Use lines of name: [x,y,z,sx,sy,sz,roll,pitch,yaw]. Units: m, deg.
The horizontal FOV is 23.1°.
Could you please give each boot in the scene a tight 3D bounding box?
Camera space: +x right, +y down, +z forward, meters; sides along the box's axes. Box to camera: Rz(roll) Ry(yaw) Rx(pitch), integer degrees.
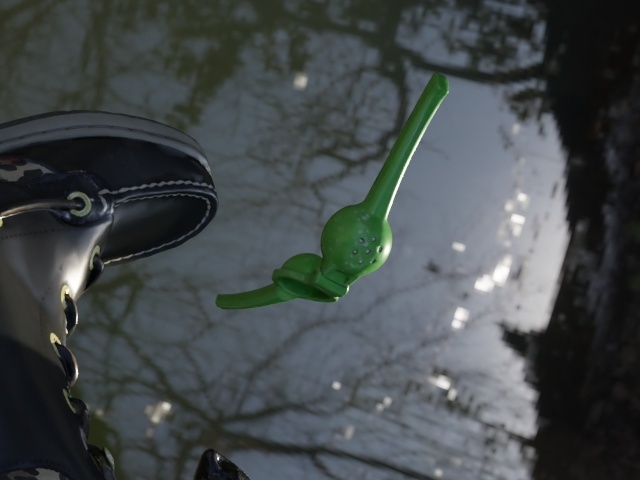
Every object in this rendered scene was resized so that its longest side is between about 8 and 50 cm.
boot: [-0.103,0.046,0.574,0.236,0.179,0.085,-9,149,-47]

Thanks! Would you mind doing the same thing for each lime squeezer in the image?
lime squeezer: [0.000,0.000,1.257,0.058,0.110,0.310,13,136,-38]

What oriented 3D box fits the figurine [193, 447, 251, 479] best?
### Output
figurine: [-0.091,0.336,1.573,0.209,0.092,0.215,66,23,-61]
